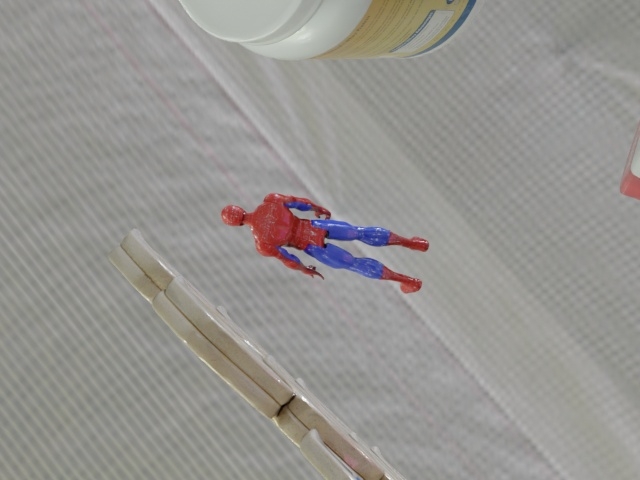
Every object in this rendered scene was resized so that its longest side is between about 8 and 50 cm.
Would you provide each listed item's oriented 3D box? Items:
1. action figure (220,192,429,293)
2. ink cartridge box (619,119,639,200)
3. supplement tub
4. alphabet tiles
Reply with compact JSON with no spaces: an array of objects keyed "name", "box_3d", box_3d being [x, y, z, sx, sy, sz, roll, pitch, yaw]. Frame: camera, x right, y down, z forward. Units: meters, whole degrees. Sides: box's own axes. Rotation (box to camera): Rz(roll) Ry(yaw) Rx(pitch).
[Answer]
[{"name":"action figure","box_3d":[0.000,0.000,1.002,0.115,0.030,0.038,17,-96,-29]},{"name":"ink cartridge box","box_3d":[0.315,-0.078,1.236,0.197,0.273,0.114,19,-101,5]},{"name":"supplement tub","box_3d":[0.009,-0.191,1.280,0.144,0.200,0.144,5,-82,36]},{"name":"alphabet tiles","box_3d":[0.021,0.104,0.875,0.021,0.278,0.284,-47,-64,-2]}]
